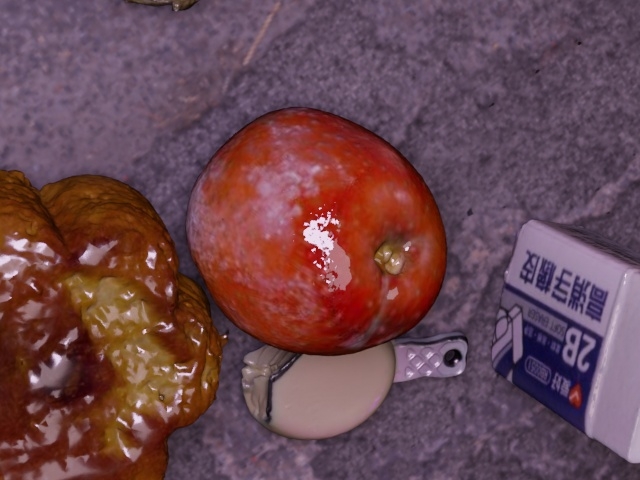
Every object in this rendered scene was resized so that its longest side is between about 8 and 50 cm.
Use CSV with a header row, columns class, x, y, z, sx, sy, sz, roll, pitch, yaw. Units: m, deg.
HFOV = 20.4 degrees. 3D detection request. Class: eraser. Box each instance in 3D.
class,x,y,z,sx,sy,sz,roll,pitch,yaw
eraser,0.200,0.068,1.257,0.068,0.210,0.124,10,99,-22

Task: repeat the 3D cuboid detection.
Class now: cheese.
class,x,y,z,sx,sy,sz,roll,pitch,yaw
cheese,0.026,0.086,1.287,0.171,0.047,0.092,-23,120,-13

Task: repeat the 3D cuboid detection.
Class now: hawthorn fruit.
class,x,y,z,sx,sy,sz,roll,pitch,yaw
hawthorn fruit,0.000,0.000,1.193,0.173,0.173,0.173,-4,104,-18

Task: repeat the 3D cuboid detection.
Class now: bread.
class,x,y,z,sx,sy,sz,roll,pitch,yaw
bread,-0.175,0.069,1.171,0.232,0.135,0.247,-10,107,-20

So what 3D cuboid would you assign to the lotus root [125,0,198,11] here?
class,x,y,z,sx,sy,sz,roll,pitch,yaw
lotus root,-0.118,-0.215,1.159,0.143,0.070,0.144,-45,108,-11
